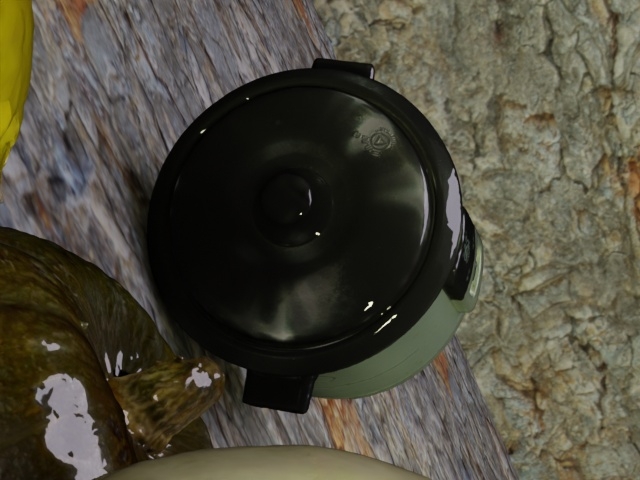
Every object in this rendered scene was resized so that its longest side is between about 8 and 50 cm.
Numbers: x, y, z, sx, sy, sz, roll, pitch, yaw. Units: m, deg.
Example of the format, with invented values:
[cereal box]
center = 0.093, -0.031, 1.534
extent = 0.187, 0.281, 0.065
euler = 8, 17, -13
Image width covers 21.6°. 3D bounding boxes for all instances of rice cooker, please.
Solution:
[rice cooker]
center = 0.000, 0.000, 1.304
extent = 0.227, 0.241, 0.280
euler = 51, 51, -69

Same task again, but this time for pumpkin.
[pumpkin]
center = -0.116, 0.098, 0.759
extent = 0.219, 0.162, 0.219
euler = -24, 90, -82

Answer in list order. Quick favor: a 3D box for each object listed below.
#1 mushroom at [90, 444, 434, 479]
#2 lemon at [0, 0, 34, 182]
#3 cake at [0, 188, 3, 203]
[mushroom]
center = -0.040, 0.242, 0.573
extent = 0.356, 0.315, 0.315
euler = -31, 102, -48
[lemon]
center = -0.202, -0.079, 0.426
extent = 0.260, 0.260, 0.284
euler = 43, 29, -67
[cake]
center = -0.207, -0.044, 0.929
extent = 0.051, 0.055, 0.140
euler = 65, -6, -17
